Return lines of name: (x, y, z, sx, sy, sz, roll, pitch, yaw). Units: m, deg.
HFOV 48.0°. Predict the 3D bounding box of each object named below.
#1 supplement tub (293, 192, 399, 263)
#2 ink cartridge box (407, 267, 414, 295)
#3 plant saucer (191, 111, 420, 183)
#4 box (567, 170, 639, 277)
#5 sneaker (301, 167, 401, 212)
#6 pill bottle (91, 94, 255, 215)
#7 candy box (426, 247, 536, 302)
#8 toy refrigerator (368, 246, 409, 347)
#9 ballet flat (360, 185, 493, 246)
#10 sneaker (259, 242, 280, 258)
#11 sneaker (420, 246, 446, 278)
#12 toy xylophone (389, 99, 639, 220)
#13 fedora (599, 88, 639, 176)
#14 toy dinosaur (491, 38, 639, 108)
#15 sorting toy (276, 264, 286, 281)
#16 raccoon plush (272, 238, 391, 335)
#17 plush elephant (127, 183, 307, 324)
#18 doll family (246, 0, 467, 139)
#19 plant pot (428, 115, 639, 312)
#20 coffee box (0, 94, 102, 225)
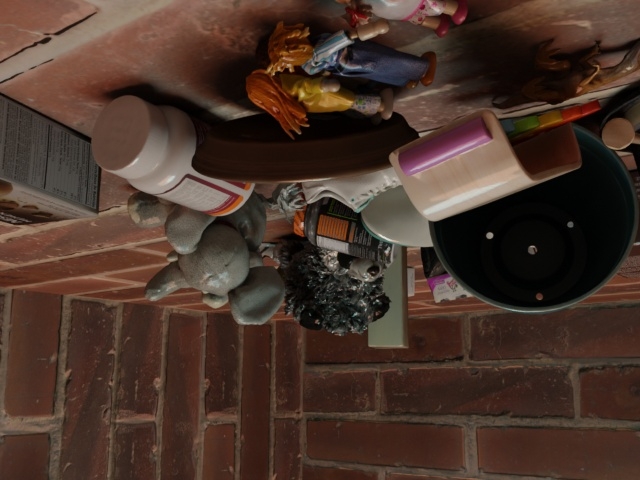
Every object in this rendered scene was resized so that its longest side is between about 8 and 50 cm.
supplement tub: (0.054, -0.033, 1.317, 0.190, 0.117, 0.117, 15, 171, 12)
ink cartridge box: (0.161, 0.131, 2.219, 0.218, 0.092, 0.158, 6, 167, -19)
plant saucer: (-0.018, -0.122, 0.861, 0.278, 0.041, 0.278, -5, -161, 2)
box: (0.619, -0.021, 1.383, 0.191, 0.143, 0.381, -9, 167, 37)
sneaker: (0.076, -0.091, 1.151, 0.212, 0.094, 0.080, -1, 167, 3)
pill bottle: (-0.195, -0.113, 0.982, 0.121, 0.121, 0.221, -7, 166, 29)
candy box: (0.404, 0.075, 1.793, 0.233, 0.071, 0.159, -22, 179, -28)
toy refrigerator: (0.162, 0.127, 1.763, 0.094, 0.270, 0.102, -3, 168, 14)
ballet flat: (0.253, -0.065, 1.257, 0.400, 0.139, 0.139, 3, 169, -33)
sneaker: (-0.108, 0.028, 1.844, 0.109, 0.044, 0.040, -3, 166, 7)
sneaker: (0.316, 0.025, 1.695, 0.130, 0.109, 0.286, -4, 171, -9)
toy xylophone: (0.225, -0.100, 0.792, 0.236, 0.081, 0.322, -22, 178, 24)
fedora: (0.535, -0.111, 0.911, 0.334, 0.152, 0.334, 0, 169, 0)
toy dinosaur: (0.266, -0.174, 0.828, 0.211, 0.064, 0.112, -10, 166, 41)
sorting toy: (-0.022, 0.088, 1.803, 0.229, 0.041, 0.307, -3, -157, 22)
raccoon plush: (0.000, 0.000, 1.568, 0.216, 0.299, 0.446, -9, -151, -37)
plush elephant: (-0.190, 0.019, 1.226, 0.330, 0.272, 0.255, -24, -161, 27)
doll family: (0.016, -0.171, 0.707, 0.163, 0.118, 0.263, 6, 167, -24)
plant pot: (0.314, -0.012, 1.077, 0.271, 0.272, 0.255, -3, 166, 16)
coffee box: (-0.461, -0.113, 0.989, 0.168, 0.119, 0.297, -5, 167, 20)
